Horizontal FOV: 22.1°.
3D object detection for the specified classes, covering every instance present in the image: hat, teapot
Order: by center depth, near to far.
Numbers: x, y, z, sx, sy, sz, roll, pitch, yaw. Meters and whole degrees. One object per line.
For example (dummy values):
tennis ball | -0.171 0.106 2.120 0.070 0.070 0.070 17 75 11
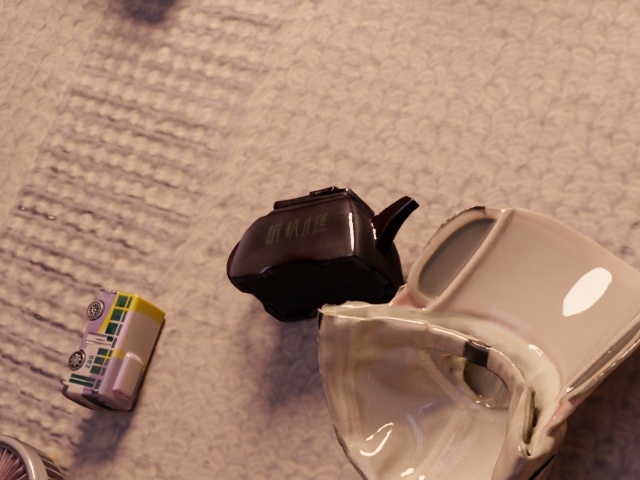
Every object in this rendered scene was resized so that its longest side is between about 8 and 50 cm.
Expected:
hat | 0.134 0.093 1.212 0.226 0.164 0.219 -25 44 -27
teapot | 0.000 0.000 1.337 0.177 0.087 0.096 -12 57 29

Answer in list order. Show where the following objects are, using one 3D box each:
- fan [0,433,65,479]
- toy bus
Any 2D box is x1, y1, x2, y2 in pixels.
fan | -0.329 0.244 1.445 0.244 0.074 0.130 -10 64 30
toy bus | -0.179 0.098 1.430 0.058 0.052 0.102 7 70 36
